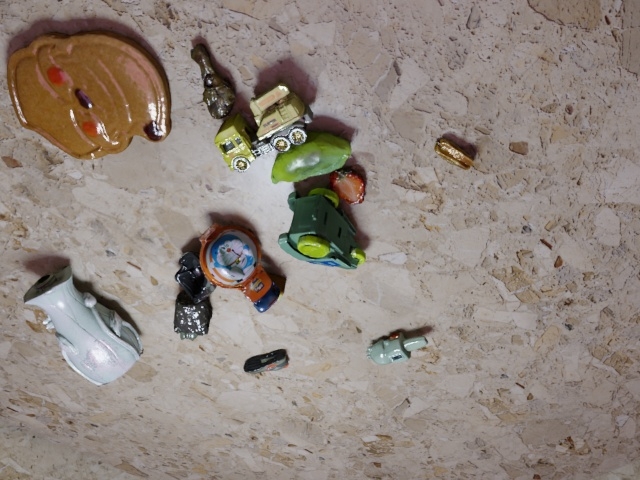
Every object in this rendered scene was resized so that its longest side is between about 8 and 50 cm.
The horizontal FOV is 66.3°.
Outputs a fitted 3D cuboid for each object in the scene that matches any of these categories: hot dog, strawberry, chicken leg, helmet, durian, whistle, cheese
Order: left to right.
[{"bbox_3d":[-0.402,0.114,1.664,0.153,0.107,0.177,44,123,24],"label":"helmet"},{"bbox_3d":[-0.285,-0.421,1.300,0.085,0.069,0.197,0,123,34],"label":"chicken leg"},{"bbox_3d":[-0.259,0.087,1.589,0.329,0.217,0.129,53,154,-16],"label":"cheese"},{"bbox_3d":[-0.033,-0.232,1.389,0.250,0.101,0.139,-16,128,5],"label":"durian"},{"bbox_3d":[0.081,-0.165,1.470,0.104,0.048,0.152,-22,139,11],"label":"strawberry"},{"bbox_3d":[0.282,0.406,1.842,0.253,0.105,0.102,-24,152,28],"label":"whistle"},{"bbox_3d":[0.380,-0.245,1.395,0.133,0.041,0.056,32,122,-9],"label":"hot dog"}]

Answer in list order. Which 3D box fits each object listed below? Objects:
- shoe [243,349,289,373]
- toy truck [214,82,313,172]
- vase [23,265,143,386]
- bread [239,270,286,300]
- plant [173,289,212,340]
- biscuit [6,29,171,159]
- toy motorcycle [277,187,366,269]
[{"bbox_3d":[-0.216,0.504,1.972,0.195,0.074,0.077,-21,127,16],"label":"shoe"},{"bbox_3d":[-0.160,-0.310,1.328,0.272,0.124,0.157,-23,122,19],"label":"toy truck"},{"bbox_3d":[-0.858,0.307,1.780,0.250,0.250,0.445,-19,118,17],"label":"vase"},{"bbox_3d":[-0.234,0.140,1.692,0.226,0.088,0.049,17,128,-8],"label":"bread"},{"bbox_3d":[-0.463,0.279,1.784,0.132,0.129,0.194,6,124,0],"label":"plant"},{"bbox_3d":[-0.637,-0.394,1.342,0.456,0.078,0.349,-12,121,13],"label":"biscuit"},{"bbox_3d":[0.000,0.000,1.522,0.200,0.191,0.326,-5,149,28],"label":"toy motorcycle"}]
